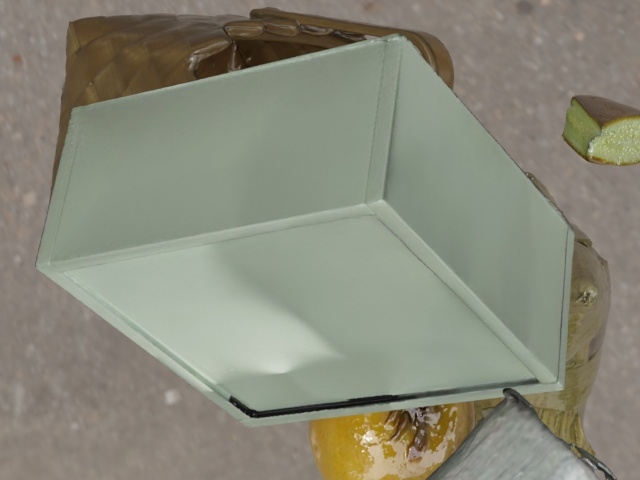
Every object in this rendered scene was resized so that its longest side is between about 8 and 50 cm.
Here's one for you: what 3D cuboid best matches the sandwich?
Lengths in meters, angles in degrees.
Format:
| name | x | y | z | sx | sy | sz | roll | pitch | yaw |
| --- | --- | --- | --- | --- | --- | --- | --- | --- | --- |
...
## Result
| name | x | y | z | sx | sy | sz | roll | pitch | yaw |
| --- | --- | --- | --- | --- | --- | --- | --- | --- | --- |
| sandwich | 0.159 | -0.059 | 0.967 | 0.044 | 0.083 | 0.031 | 7 | 106 | -6 |

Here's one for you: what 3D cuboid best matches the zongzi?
| name | x | y | z | sx | sy | sz | roll | pitch | yaw |
| --- | --- | --- | --- | --- | --- | --- | --- | --- | --- |
| zongzi | 0.221 | 0.209 | 1.937 | 0.218 | 0.467 | 0.500 | -7 | 106 | -3 |

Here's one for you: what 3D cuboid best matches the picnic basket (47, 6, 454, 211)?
| name | x | y | z | sx | sy | sz | roll | pitch | yaw |
| --- | --- | --- | --- | --- | --- | --- | --- | --- | --- |
| picnic basket | -0.039 | -0.069 | 1.500 | 0.291 | 0.321 | 0.254 | -8 | 107 | -55 |

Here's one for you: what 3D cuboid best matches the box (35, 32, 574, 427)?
| name | x | y | z | sx | sy | sz | roll | pitch | yaw |
| --- | --- | --- | --- | --- | --- | --- | --- | --- | --- |
| box | 0.000 | 0.000 | 1.030 | 0.225 | 0.117 | 0.225 | -10 | 146 | 30 |

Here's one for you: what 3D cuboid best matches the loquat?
| name | x | y | z | sx | sy | sz | roll | pitch | yaw |
| --- | --- | --- | --- | --- | --- | --- | --- | --- | --- |
| loquat | 0.058 | 0.150 | 1.434 | 0.141 | 0.141 | 0.141 | -9 | 122 | -15 |

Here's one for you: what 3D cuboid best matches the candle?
| name | x | y | z | sx | sy | sz | roll | pitch | yaw |
| --- | --- | --- | --- | --- | --- | --- | --- | --- | --- |
| candle | 0.123 | 0.156 | 0.781 | 0.068 | 0.168 | 0.192 | -42 | 85 | -7 |
